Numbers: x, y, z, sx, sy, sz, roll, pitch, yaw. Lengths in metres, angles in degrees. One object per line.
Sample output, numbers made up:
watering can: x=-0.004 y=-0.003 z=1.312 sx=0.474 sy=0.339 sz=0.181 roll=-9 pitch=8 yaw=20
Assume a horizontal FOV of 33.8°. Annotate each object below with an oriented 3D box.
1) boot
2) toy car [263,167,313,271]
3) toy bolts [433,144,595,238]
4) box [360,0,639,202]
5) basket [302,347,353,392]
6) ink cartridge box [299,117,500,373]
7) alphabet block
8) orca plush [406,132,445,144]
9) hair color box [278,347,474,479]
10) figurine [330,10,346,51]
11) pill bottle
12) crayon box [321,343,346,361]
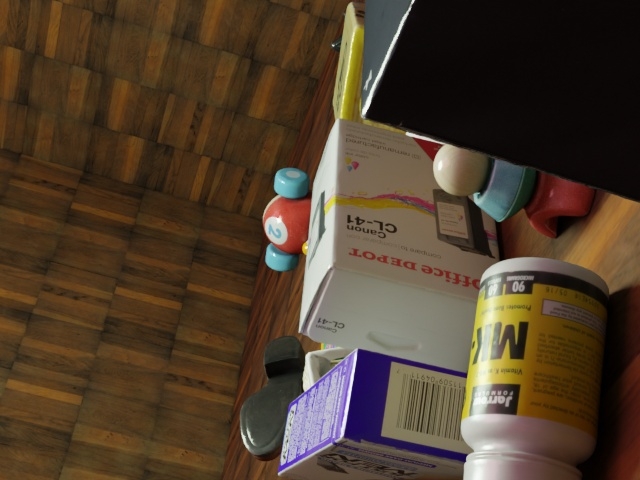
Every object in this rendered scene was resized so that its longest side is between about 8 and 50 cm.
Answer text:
boot: x=-0.040 y=0.337 z=1.689 sx=0.264 sy=0.096 sz=0.281 roll=-90 pitch=-15 yaw=-61
toy car: x=0.000 y=0.000 z=2.151 sx=0.238 sy=0.210 sz=0.219 roll=-113 pitch=27 yaw=-56
toy bolts: x=0.199 y=-0.116 z=1.153 sx=0.218 sy=0.158 sz=0.229 roll=122 pitch=162 yaw=-61
box: x=0.199 y=-0.203 z=0.864 sx=0.296 sy=0.293 sz=0.183 roll=-86 pitch=14 yaw=-50
basket: x=0.039 y=0.252 z=1.554 sx=0.103 sy=0.113 sz=0.167 roll=111 pitch=151 yaw=-61
ink cartridge box: x=0.103 y=0.000 z=1.344 sx=0.306 sy=0.226 sz=0.131 roll=-87 pitch=14 yaw=-50
alphabet block: x=0.126 y=-0.266 z=1.707 sx=0.197 sy=0.192 sz=0.194 roll=-96 pitch=12 yaw=-66
orca plush: x=0.196 y=-0.136 z=1.574 sx=0.151 sy=0.102 sz=0.287 roll=-5 pitch=75 yaw=33
hair color box: x=0.076 y=0.230 z=1.246 sx=0.339 sy=0.185 sz=0.110 roll=127 pitch=156 yaw=-69
figurine: x=0.141 y=-0.402 z=1.843 sx=0.092 sy=0.209 sz=0.215 roll=174 pitch=111 yaw=-81
pill bottle: x=0.188 y=0.131 z=0.933 sx=0.119 sy=0.119 sz=0.209 roll=125 pitch=158 yaw=-65
crayon box: x=0.076 y=0.121 z=1.777 sx=0.165 sy=0.081 sz=0.279 roll=-86 pitch=14 yaw=-54
